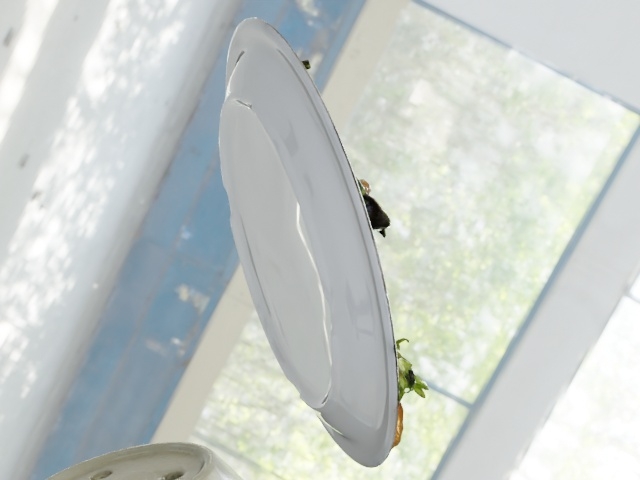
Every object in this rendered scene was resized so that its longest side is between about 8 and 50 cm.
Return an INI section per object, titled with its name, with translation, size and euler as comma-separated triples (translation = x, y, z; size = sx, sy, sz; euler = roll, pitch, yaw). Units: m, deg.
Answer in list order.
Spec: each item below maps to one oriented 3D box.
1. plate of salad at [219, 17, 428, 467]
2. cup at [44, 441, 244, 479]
[plate of salad]
translation = 0.000, 0.000, 0.488
size = 0.048, 0.199, 0.200
euler = -16, 163, -15
[cup]
translation = -0.143, 0.310, 0.935
size = 0.331, 0.331, 0.236
euler = -54, 133, -76
